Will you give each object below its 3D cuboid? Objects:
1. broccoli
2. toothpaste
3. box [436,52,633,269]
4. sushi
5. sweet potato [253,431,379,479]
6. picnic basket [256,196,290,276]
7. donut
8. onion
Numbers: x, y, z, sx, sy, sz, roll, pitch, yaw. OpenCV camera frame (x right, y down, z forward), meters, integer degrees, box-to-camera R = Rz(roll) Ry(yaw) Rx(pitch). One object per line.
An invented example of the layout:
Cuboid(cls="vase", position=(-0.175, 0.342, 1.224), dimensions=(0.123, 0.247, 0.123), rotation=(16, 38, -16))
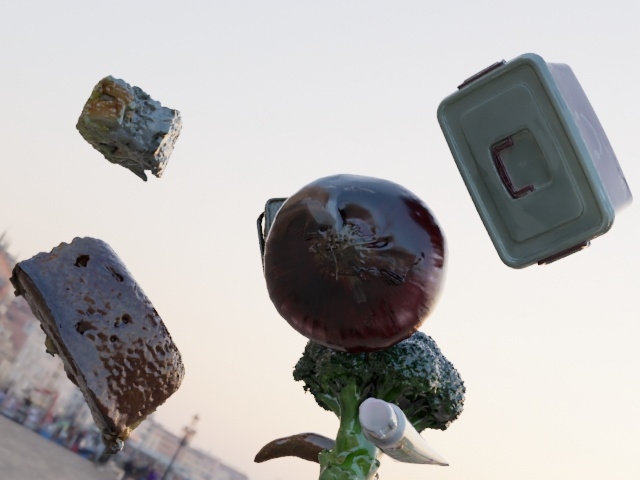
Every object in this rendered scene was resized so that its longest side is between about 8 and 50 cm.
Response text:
Cuboid(cls="broccoli", position=(0.076, 0.260, 1.608), dimensions=(0.297, 0.297, 0.297), rotation=(22, -21, 9))
Cuboid(cls="toothpaste", position=(0.100, 0.251, 1.262), dimensions=(0.058, 0.056, 0.314), rotation=(46, -4, 27))
Cuboid(cls="box", position=(0.323, -0.121, 1.491), dimensions=(0.193, 0.294, 0.167), rotation=(-26, -5, 34))
Cuboid(cls="sushi", position=(-0.372, -0.219, 2.007), dimensions=(0.184, 0.139, 0.274), rotation=(24, -9, 3))
Cuboid(cls="sweet potato", position=(-0.006, 0.407, 1.929), dimensions=(0.255, 0.078, 0.058), rotation=(6, 0, 17))
Cuboid(cls="picnic basket", position=(0.000, 0.000, 2.150), dimensions=(0.266, 0.165, 0.139), rotation=(-4, -21, -5))
Cuboid(cls="donut", position=(-0.227, 0.102, 1.063), dimensions=(0.186, 0.126, 0.144), rotation=(46, -26, 23))
Cuboid(cls="onion", position=(0.058, 0.034, 1.488), dimensions=(0.273, 0.273, 0.285), rotation=(23, 1, 16))
